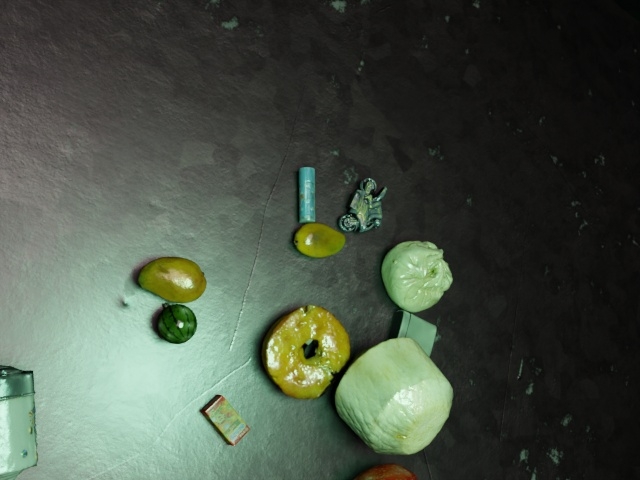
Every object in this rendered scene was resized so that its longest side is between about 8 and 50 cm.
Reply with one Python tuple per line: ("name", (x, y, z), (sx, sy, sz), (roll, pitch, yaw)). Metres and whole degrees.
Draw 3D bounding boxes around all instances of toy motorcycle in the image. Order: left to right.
("toy motorcycle", (0.140, -0.091, 1.905), (0.124, 0.061, 0.193), (34, 72, -13))

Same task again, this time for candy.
("candy", (-0.241, 0.454, 1.601), (0.062, 0.038, 0.122), (-42, 101, -28))

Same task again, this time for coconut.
("coconut", (0.189, 0.405, 1.721), (0.329, 0.329, 0.328), (6, 77, -28))

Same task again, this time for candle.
("candle", (-0.671, 0.418, 1.287), (0.188, 0.187, 0.329), (-3, 82, -30))

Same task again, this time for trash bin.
("trash bin", (0.276, 0.286, 1.909), (0.130, 0.059, 0.116), (27, 70, -23))

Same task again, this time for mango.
("mango", (-0.364, 0.093, 1.578), (0.165, 0.089, 0.115), (29, 77, -18))
("mango", (0.000, 0.000, 1.813), (0.188, 0.066, 0.101), (5, 79, -37))

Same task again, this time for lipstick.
("lipstick", (-0.039, -0.129, 1.822), (0.048, 0.048, 0.157), (5, 78, -28))

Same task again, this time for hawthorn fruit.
("hawthorn fruit", (0.191, 0.703, 1.708), (0.253, 0.205, 0.205), (-7, 84, -37))

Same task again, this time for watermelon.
("watermelon", (-0.353, 0.200, 1.554), (0.109, 0.109, 0.108), (6, 77, -28))

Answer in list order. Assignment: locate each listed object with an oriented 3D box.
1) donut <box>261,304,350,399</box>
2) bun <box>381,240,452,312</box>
("donut", (-0.041, 0.297, 1.699), (0.254, 0.118, 0.253), (7, 75, -30))
("bun", (0.301, 0.103, 1.913), (0.230, 0.145, 0.229), (8, 75, -31))
